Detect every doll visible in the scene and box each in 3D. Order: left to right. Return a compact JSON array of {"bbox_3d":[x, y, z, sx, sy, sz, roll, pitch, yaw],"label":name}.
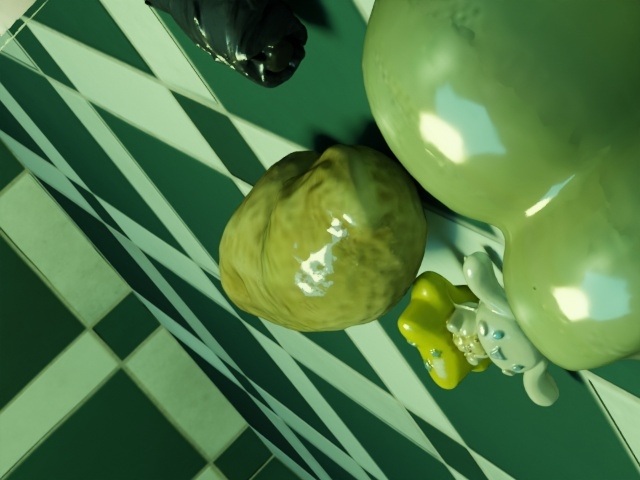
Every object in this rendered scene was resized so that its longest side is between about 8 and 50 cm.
[{"bbox_3d":[0.124,0.067,0.969,0.135,0.071,0.113,44,149,-10],"label":"doll"}]

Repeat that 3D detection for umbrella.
[{"bbox_3d":[-0.091,-0.177,0.893,0.248,0.071,0.071,44,169,42],"label":"umbrella"}]

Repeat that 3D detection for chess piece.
[{"bbox_3d":[0.144,0.014,0.496,0.330,0.182,0.182,50,168,4],"label":"chess piece"}]

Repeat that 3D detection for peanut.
[{"bbox_3d":[0.000,0.000,0.992,0.253,0.122,0.137,172,84,-72],"label":"peanut"}]

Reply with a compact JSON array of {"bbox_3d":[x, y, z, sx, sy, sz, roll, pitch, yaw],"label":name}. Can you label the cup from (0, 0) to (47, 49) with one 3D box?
[{"bbox_3d":[-0.245,-0.249,0.758,0.274,0.253,0.253,43,169,-21],"label":"cup"}]
